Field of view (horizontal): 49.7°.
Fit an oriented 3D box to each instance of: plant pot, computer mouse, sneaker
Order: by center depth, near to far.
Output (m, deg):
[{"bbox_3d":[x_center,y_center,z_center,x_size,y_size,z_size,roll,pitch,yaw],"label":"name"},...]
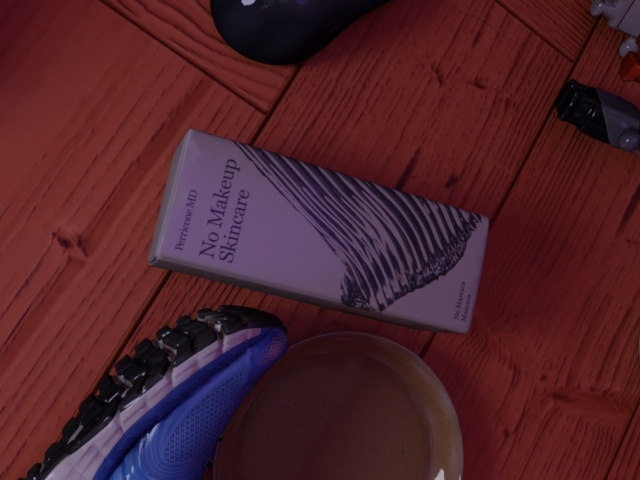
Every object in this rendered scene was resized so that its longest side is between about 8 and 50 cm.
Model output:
[{"bbox_3d":[-0.136,0.190,0.539,0.147,0.130,0.330,44,83,-16],"label":"sneaker"},{"bbox_3d":[0.018,0.200,0.625,0.236,0.032,0.237,1,86,-18],"label":"plant pot"},{"bbox_3d":[0.016,-0.272,0.638,0.272,0.072,0.188,-42,100,-16],"label":"computer mouse"}]

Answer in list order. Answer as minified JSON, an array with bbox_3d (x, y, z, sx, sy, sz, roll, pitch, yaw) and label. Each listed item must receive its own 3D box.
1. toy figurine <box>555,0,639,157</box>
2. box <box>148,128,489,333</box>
[{"bbox_3d":[0.351,-0.187,0.668,0.148,0.209,0.213,22,79,-4],"label":"toy figurine"},{"bbox_3d":[0.000,0.000,0.601,0.275,0.094,0.113,14,82,-17],"label":"box"}]
